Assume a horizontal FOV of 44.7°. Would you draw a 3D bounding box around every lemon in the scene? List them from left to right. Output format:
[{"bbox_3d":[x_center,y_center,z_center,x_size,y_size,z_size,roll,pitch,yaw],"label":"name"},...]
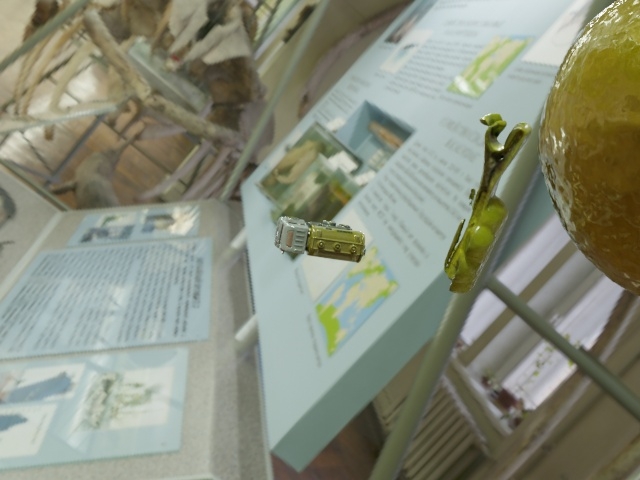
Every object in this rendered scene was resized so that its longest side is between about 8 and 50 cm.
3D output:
[{"bbox_3d":[0.214,-0.053,0.423,0.187,0.187,0.244,44,7,22],"label":"lemon"}]

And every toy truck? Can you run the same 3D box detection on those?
[{"bbox_3d":[0.000,0.000,1.098,0.123,0.052,0.063,8,10,-12],"label":"toy truck"}]

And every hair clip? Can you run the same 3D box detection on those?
[{"bbox_3d":[0.152,-0.029,0.723,0.046,0.173,0.072,19,20,18],"label":"hair clip"}]
